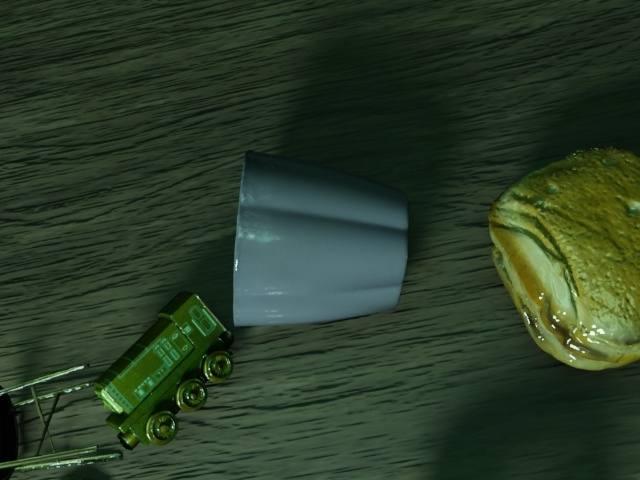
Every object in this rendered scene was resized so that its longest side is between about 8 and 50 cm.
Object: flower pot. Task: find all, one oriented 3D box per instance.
[{"bbox_3d":[0.000,0.000,1.115,0.242,0.265,0.265,3,69,-4],"label":"flower pot"}]

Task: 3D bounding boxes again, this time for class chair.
[{"bbox_3d":[-0.472,0.289,1.117,0.325,0.170,0.160,-10,70,-2],"label":"chair"}]

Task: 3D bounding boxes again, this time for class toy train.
[{"bbox_3d":[-0.228,0.192,1.102,0.225,0.090,0.137,-47,112,-27],"label":"toy train"}]

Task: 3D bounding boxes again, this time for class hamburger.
[{"bbox_3d":[0.400,0.023,1.067,0.284,0.174,0.305,-22,67,-2],"label":"hamburger"}]

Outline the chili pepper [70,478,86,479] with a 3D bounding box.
[{"bbox_3d":[-0.367,0.386,1.127,0.117,0.035,0.056,-12,80,-6],"label":"chili pepper"}]
